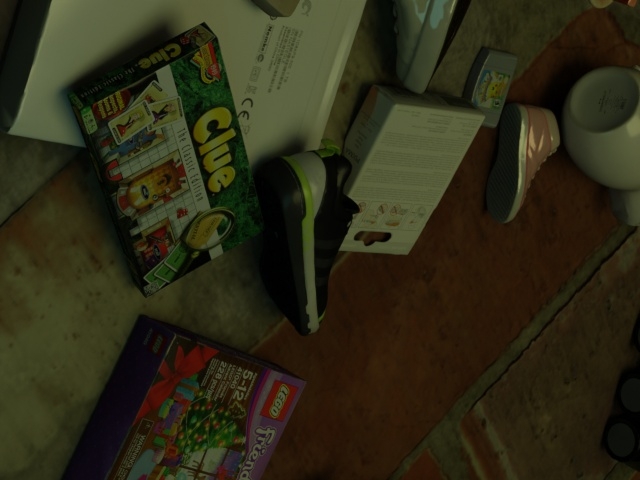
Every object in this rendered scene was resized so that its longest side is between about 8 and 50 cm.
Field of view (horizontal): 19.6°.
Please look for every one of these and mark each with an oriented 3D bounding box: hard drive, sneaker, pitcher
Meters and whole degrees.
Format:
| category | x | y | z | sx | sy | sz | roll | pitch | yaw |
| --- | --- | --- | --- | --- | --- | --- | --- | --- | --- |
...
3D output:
| category | x | y | z | sx | sy | sz | roll | pitch | yaw |
| --- | --- | --- | --- | --- | --- | --- | --- | --- | --- |
| hard drive | -0.113 | -0.184 | 1.649 | 0.353 | 0.047 | 0.233 | 8 | 104 | -47 |
| sneaker | 0.093 | -0.278 | 1.784 | 0.106 | 0.123 | 0.290 | -60 | 166 | -49 |
| sneaker | 0.226 | -0.084 | 2.023 | 0.070 | 0.051 | 0.134 | -3 | 107 | -38 |
| pitcher | 0.351 | -0.134 | 2.086 | 0.207 | 0.125 | 0.178 | 45 | 56 | -57 |
| sneaker | 0.000 | 0.000 | 1.782 | 0.097 | 0.084 | 0.235 | -25 | 144 | -19 |

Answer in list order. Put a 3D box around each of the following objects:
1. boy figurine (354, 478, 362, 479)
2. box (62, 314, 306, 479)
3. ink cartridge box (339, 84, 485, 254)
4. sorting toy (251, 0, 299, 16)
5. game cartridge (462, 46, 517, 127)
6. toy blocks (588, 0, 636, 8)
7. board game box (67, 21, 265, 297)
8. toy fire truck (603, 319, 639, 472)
| category | x | y | z | sx | sy | sz | roll | pitch | yaw |
| --- | --- | --- | --- | --- | --- | --- | --- | --- | --- |
| boy figurine | 0.001 | 0.344 | 1.985 | 0.285 | 0.092 | 0.177 | -5 | 113 | -42 |
| box | -0.153 | 0.235 | 1.805 | 0.201 | 0.057 | 0.293 | 24 | 92 | -48 |
| ink cartridge box | 0.075 | -0.071 | 1.905 | 0.145 | 0.045 | 0.179 | 3 | 125 | -46 |
| sorting toy | -0.033 | -0.360 | 1.566 | 0.255 | 0.089 | 0.257 | 38 | 72 | -44 |
| game cartridge | 0.177 | -0.162 | 1.965 | 0.056 | 0.017 | 0.083 | 6 | 105 | -42 |
| toy blocks | 0.339 | -0.288 | 1.962 | 0.123 | 0.148 | 0.054 | -43 | 133 | -22 |
| board game box | -0.130 | -0.066 | 1.641 | 0.136 | 0.030 | 0.260 | -32 | 143 | -15 |
| toy fire truck | 0.483 | 0.217 | 2.276 | 0.158 | 0.246 | 0.217 | 1 | 109 | -45 |
